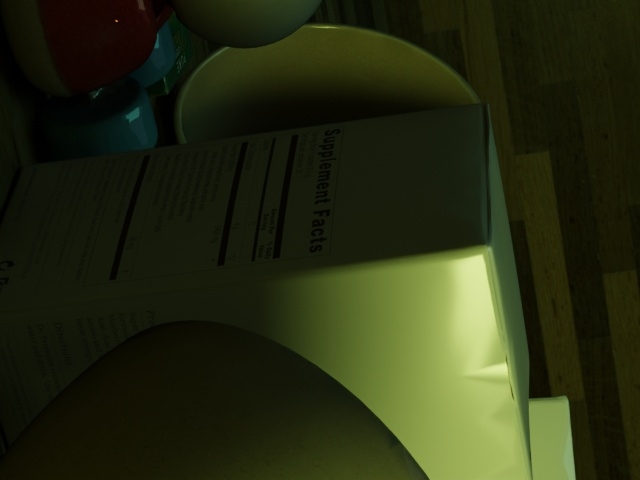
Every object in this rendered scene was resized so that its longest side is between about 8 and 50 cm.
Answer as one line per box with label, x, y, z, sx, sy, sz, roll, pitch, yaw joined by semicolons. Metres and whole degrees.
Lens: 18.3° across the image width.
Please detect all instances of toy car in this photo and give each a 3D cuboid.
toy car;-0.076;-0.186;1.268;0.210;0.238;0.219;-85;165;-56

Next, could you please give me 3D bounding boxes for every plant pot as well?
plant pot;0.000;0.000;1.700;0.256;0.256;0.274;-89;-177;-46
plant pot;-0.082;0.205;0.942;0.191;0.284;0.284;-31;118;-42

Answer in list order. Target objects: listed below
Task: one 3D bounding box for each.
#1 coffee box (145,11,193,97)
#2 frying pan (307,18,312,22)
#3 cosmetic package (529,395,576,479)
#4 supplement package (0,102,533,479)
coffee box;-0.142;-0.209;1.518;0.113;0.040;0.184;-75;156;-67
frying pan;-0.043;-0.216;2.145;0.326;0.053;0.197;38;45;-75
cosmetic package;0.117;0.315;1.468;0.284;0.097;0.377;141;-55;-74
supplement package;-0.031;0.050;1.174;0.175;0.293;0.177;-83;164;-59
